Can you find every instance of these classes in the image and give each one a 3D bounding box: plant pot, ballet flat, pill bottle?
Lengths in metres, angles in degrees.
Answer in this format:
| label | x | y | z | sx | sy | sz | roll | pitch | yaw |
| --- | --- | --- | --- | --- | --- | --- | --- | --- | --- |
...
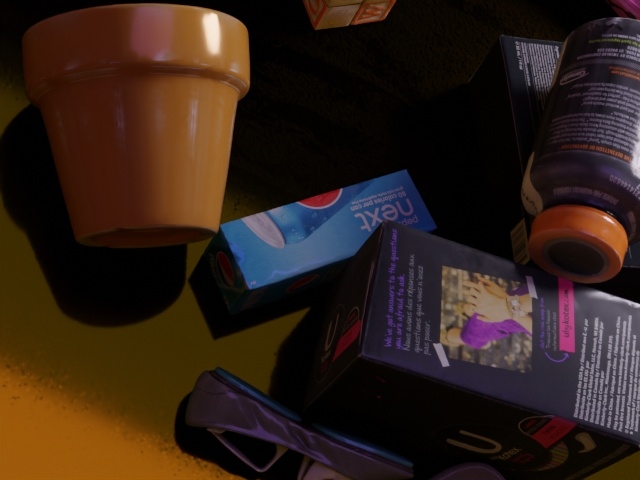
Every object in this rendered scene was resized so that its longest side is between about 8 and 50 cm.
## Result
| label | x | y | z | sx | sy | sz | roll | pitch | yaw |
| --- | --- | --- | --- | --- | --- | --- | --- | --- | --- |
| plant pot | -0.162 | -0.094 | 1.235 | 0.205 | 0.205 | 0.187 | -1 | 82 | -21 |
| ballet flat | -0.022 | 0.184 | 1.223 | 0.213 | 0.072 | 0.068 | 26 | 87 | -6 |
| pill bottle | 0.266 | -0.082 | 1.293 | 0.130 | 0.130 | 0.245 | 25 | 60 | -7 |

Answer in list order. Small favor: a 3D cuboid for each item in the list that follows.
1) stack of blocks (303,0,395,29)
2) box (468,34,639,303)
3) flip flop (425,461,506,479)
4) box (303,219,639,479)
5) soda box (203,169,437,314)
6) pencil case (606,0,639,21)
| label | x | y | z | sx | sy | sz | roll | pitch | yaw |
| --- | --- | --- | --- | --- | --- | --- | --- | --- | --- |
| stack of blocks | 0.049 | -0.367 | 1.370 | 0.087 | 0.297 | 0.171 | -12 | 69 | -25 |
| box | 0.269 | -0.072 | 1.422 | 0.184 | 0.103 | 0.261 | 2 | 64 | -15 |
| flip flop | 0.073 | 0.291 | 1.187 | 0.277 | 0.080 | 0.112 | -29 | 78 | -29 |
| box | 0.142 | 0.111 | 1.249 | 0.270 | 0.165 | 0.143 | 18 | 61 | -10 |
| soda box | 0.000 | 0.000 | 1.309 | 0.210 | 0.067 | 0.071 | -17 | 73 | -27 |
| pencil case | 0.329 | -0.318 | 1.570 | 0.209 | 0.095 | 0.098 | 39 | 24 | 4 |
